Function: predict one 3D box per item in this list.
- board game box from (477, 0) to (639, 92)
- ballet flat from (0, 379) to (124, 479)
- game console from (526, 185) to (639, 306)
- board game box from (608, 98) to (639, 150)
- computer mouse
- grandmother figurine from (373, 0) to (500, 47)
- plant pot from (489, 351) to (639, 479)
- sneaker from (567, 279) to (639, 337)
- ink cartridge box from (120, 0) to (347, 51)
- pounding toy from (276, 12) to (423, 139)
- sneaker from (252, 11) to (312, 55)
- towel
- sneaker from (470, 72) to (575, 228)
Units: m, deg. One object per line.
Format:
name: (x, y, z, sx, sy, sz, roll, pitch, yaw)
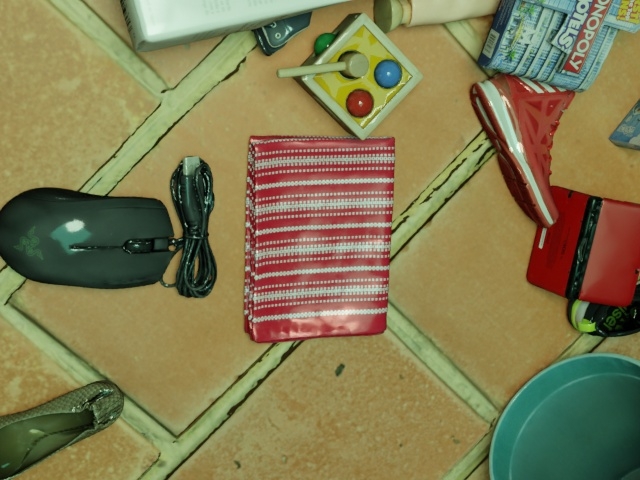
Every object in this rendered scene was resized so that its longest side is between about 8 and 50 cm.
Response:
board game box: (0.316, -0.275, 1.066, 0.194, 0.060, 0.194, 10, 114, -18)
ballet flat: (-0.367, 0.255, 1.129, 0.250, 0.058, 0.084, -24, 106, -6)
game console: (0.367, 0.007, 1.212, 0.085, 0.124, 0.144, 3, 103, -36)
board game box: (0.441, -0.162, 1.186, 0.020, 0.090, 0.090, 36, 93, -16)
computer mouse: (-0.261, -0.007, 1.082, 0.272, 0.072, 0.188, -2, 105, -12)
grandmother figurine: (0.242, -0.338, 1.103, 0.342, 0.104, 0.207, -6, 132, -14)
plant pot: (0.417, 0.337, 1.224, 0.271, 0.271, 0.255, -46, 122, 1)
sneaker: (0.467, 0.100, 1.252, 0.235, 0.097, 0.084, -14, 106, -9)
ink cartridge box: (-0.053, -0.398, 0.958, 0.385, 0.091, 0.308, -16, 99, -18)
pounding toy: (0.031, -0.204, 1.082, 0.141, 0.100, 0.130, 43, 91, -18)
sneaker: (-0.112, -0.291, 1.038, 0.226, 0.086, 0.163, -13, 103, -10)
towel: (0.000, 0.000, 1.163, 0.199, 0.031, 0.274, -1, 103, -13)
sneaker: (0.298, -0.133, 1.167, 0.128, 0.087, 0.221, -29, 109, -3)
